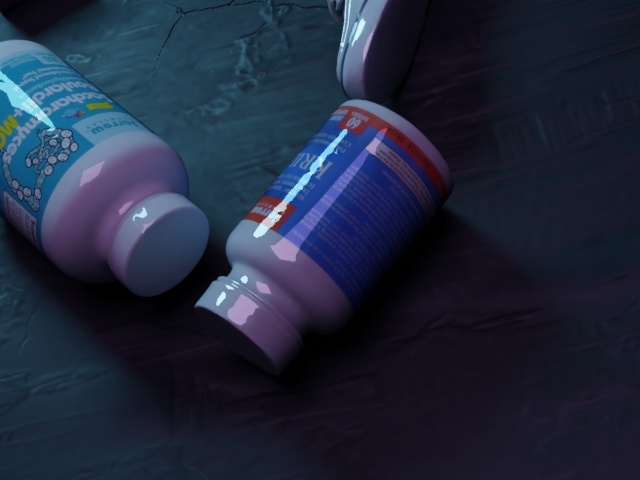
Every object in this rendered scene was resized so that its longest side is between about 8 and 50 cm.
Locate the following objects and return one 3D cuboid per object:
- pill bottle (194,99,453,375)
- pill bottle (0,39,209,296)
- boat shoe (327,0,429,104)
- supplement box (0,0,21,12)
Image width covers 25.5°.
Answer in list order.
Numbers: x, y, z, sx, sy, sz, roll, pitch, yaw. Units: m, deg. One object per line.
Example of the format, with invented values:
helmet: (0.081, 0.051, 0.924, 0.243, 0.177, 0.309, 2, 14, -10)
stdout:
pill bottle: (0.000, 0.000, 1.175, 0.124, 0.124, 0.221, 30, 71, 28)
pill bottle: (-0.217, -0.059, 1.258, 0.146, 0.146, 0.264, -45, 59, -13)
boat shoe: (0.050, -0.228, 1.328, 0.084, 0.095, 0.258, 5, 51, 22)
supplement box: (-0.347, -0.345, 1.503, 0.104, 0.081, 0.188, -33, 57, -6)
